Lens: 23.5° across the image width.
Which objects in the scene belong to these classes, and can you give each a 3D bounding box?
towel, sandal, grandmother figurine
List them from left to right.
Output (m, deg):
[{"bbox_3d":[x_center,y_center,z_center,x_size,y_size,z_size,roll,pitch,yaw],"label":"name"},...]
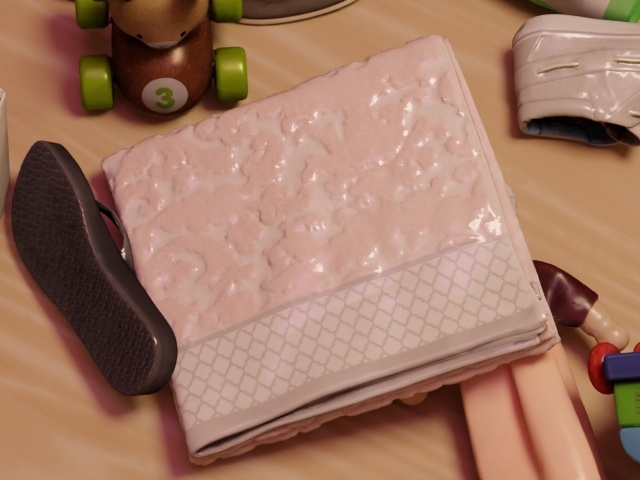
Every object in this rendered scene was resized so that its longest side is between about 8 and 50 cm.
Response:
[{"bbox_3d":[-0.194,0.026,1.322,0.054,0.097,0.254,-2,54,-49],"label":"sandal"},{"bbox_3d":[0.000,0.000,1.316,0.332,0.053,0.317,-20,62,2],"label":"towel"},{"bbox_3d":[0.163,0.086,1.315,0.208,0.104,0.342,-6,63,-20],"label":"grandmother figurine"}]

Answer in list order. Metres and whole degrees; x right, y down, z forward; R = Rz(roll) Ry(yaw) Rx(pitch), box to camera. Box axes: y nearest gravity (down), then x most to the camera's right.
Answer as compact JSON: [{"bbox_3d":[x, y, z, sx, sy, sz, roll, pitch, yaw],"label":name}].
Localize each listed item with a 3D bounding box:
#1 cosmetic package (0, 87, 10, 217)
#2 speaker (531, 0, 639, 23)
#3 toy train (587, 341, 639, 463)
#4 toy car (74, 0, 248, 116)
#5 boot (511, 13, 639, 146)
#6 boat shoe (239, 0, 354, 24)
[{"bbox_3d":[-0.383,0.046,1.238,0.197,0.155,0.365,10,58,-1],"label":"cosmetic package"},{"bbox_3d":[0.203,-0.324,1.542,0.296,0.131,0.131,32,61,12],"label":"speaker"},{"bbox_3d":[0.319,0.151,1.282,0.105,0.248,0.143,-8,84,34],"label":"toy train"},{"bbox_3d":[-0.143,-0.194,1.371,0.155,0.188,0.149,-4,86,-5],"label":"toy car"},{"bbox_3d":[0.313,-0.142,1.479,0.258,0.095,0.123,2,65,4],"label":"boot"},{"bbox_3d":[-0.109,-0.283,1.497,0.335,0.095,0.112,1,60,-6],"label":"boat shoe"}]
